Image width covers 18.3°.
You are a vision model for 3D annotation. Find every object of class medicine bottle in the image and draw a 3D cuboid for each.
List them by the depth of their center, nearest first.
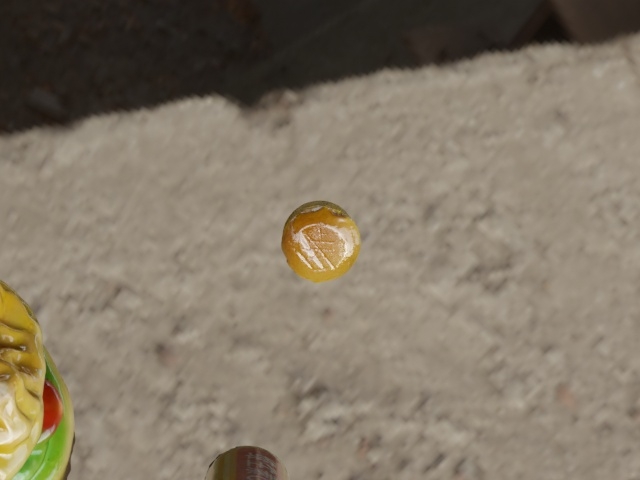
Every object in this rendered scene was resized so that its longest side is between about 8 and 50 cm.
[{"bbox_3d":[-0.073,0.274,1.849,0.108,0.426,0.108,0,95,-3],"label":"medicine bottle"}]

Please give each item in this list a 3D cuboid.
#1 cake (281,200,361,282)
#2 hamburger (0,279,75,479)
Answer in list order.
[{"bbox_3d":[0.000,0.000,2.071,0.084,0.084,0.044,24,16,-11],"label":"cake"},{"bbox_3d":[-0.279,0.102,1.290,0.237,0.149,0.237,-3,50,4],"label":"hamburger"}]
